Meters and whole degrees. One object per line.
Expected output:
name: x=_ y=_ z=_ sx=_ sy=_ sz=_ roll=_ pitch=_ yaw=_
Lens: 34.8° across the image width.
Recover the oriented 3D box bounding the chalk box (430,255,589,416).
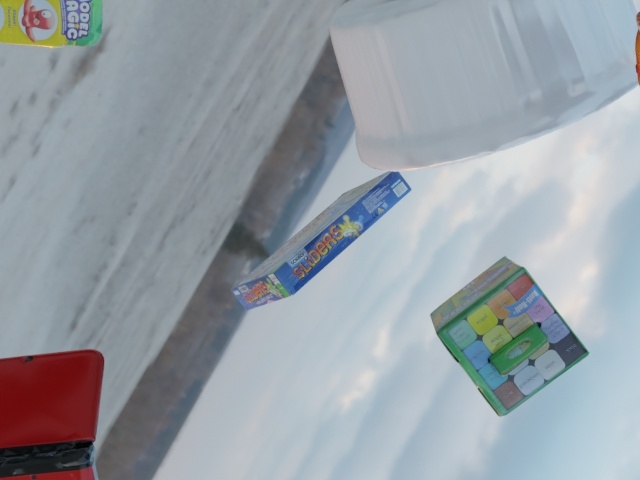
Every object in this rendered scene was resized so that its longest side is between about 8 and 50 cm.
chalk box: x=0.223 y=0.114 z=1.231 sx=0.132 sy=0.132 sz=0.213 roll=-37 pitch=180 yaw=4

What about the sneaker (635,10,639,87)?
sneaker: x=0.252 y=-0.122 z=0.658 sx=0.175 sy=0.064 sz=0.067 roll=-18 pitch=112 yaw=-38

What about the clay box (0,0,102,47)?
clay box: x=-0.274 y=-0.224 z=0.813 sx=0.053 sy=0.222 sz=0.127 roll=-66 pitch=161 yaw=-74

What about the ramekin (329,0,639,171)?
ramekin: x=0.142 y=-0.179 z=0.902 sx=0.277 sy=0.135 sz=0.277 roll=-21 pitch=-162 yaw=7

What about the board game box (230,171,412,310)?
board game box: x=0.000 y=0.000 z=1.183 sx=0.201 sy=0.035 sz=0.136 roll=-41 pitch=-172 yaw=-27

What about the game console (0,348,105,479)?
game console: x=-0.210 y=0.150 z=0.675 sx=0.085 sy=0.144 sz=0.124 roll=-85 pitch=168 yaw=-74
